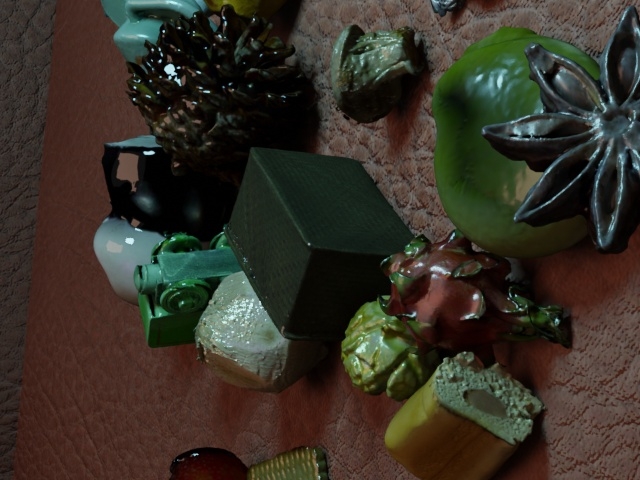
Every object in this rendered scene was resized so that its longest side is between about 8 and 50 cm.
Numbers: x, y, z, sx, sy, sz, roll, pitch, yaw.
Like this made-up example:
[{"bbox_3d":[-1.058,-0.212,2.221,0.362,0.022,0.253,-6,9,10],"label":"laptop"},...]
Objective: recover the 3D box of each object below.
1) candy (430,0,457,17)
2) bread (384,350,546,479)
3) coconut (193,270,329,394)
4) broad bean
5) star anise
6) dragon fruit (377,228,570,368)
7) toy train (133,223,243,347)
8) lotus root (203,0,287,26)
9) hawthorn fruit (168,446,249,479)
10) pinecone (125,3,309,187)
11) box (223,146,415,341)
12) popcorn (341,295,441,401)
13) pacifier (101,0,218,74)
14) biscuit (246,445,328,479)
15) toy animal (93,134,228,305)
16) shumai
[{"bbox_3d":[0.201,-0.338,1.416,0.226,0.051,0.093,-23,55,58],"label":"candy"},{"bbox_3d":[0.158,0.211,1.340,0.173,0.134,0.085,-54,9,49],"label":"bread"},{"bbox_3d":[-0.079,0.139,1.753,0.194,0.194,0.194,-15,73,61],"label":"coconut"},{"bbox_3d":[0.217,-0.107,1.272,0.238,0.119,0.291,-57,39,22],"label":"broad bean"},{"bbox_3d":[0.282,-0.091,1.098,0.109,0.236,0.223,51,-159,-59],"label":"star anise"},{"bbox_3d":[0.174,0.076,1.327,0.135,0.236,0.137,-59,-21,-23],"label":"dragon fruit"},{"bbox_3d":[-0.183,0.079,1.903,0.188,0.243,0.132,103,155,-50],"label":"toy train"},{"bbox_3d":[-0.135,-0.446,1.913,0.188,0.199,0.179,-165,85,-69],"label":"lotus root"},{"bbox_3d":[-0.160,0.459,1.885,0.251,0.190,0.189,45,129,28],"label":"hawthorn fruit"},{"bbox_3d":[-0.159,-0.234,1.856,0.296,0.298,0.242,-49,15,34],"label":"pinecone"},{"bbox_3d":[-0.001,0.002,1.606,0.273,0.184,0.143,58,137,49],"label":"box"},{"bbox_3d":[0.091,0.132,1.461,0.136,0.141,0.162,33,153,30],"label":"popcorn"},{"bbox_3d":[-0.223,-0.381,2.075,0.288,0.343,0.269,13,59,38],"label":"pacifier"},{"bbox_3d":[-0.040,0.445,1.756,0.172,0.029,0.254,-28,62,44],"label":"biscuit"},{"bbox_3d":[-0.287,-0.029,2.120,0.251,0.251,0.309,26,118,61],"label":"toy animal"},{"bbox_3d":[0.083,-0.231,1.574,0.116,0.145,0.145,-4,81,25],"label":"shumai"}]
